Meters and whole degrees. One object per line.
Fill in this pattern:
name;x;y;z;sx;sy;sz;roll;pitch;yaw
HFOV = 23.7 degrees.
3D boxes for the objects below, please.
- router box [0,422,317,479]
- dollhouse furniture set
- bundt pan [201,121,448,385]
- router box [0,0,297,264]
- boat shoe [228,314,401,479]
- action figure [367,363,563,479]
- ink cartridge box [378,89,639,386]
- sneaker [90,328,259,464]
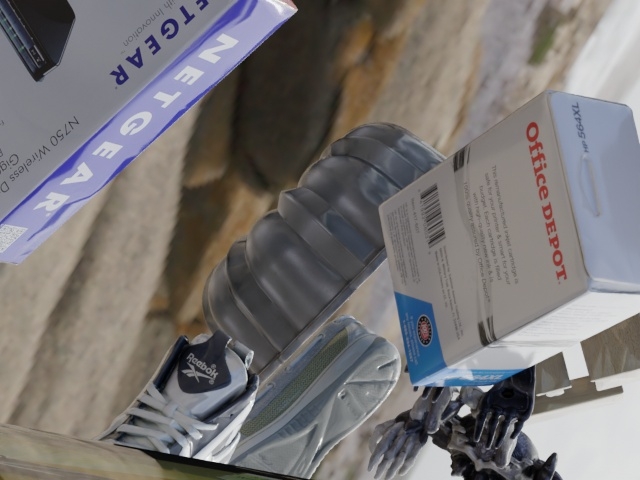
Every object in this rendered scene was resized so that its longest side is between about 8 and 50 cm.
router box;-0.161;0.159;0.832;0.243;0.309;0.081;8;87;-62
dollhouse furniture set;0.224;0.090;1.424;0.144;0.123;0.151;-15;162;8
bundt pan;0.000;0.000;1.613;0.331;0.124;0.331;-46;178;-2
router box;-0.232;-0.200;1.271;0.335;0.301;0.082;-41;159;15
boat shoe;-0.051;0.212;1.754;0.320;0.103;0.118;-42;136;-12
action figure;0.123;0.181;1.284;0.141;0.164;0.276;-49;153;-20
ink cartridge box;0.141;0.005;1.087;0.203;0.086;0.148;-34;-122;49
sneaker;-0.126;0.144;1.245;0.235;0.094;0.153;-12;132;-56
